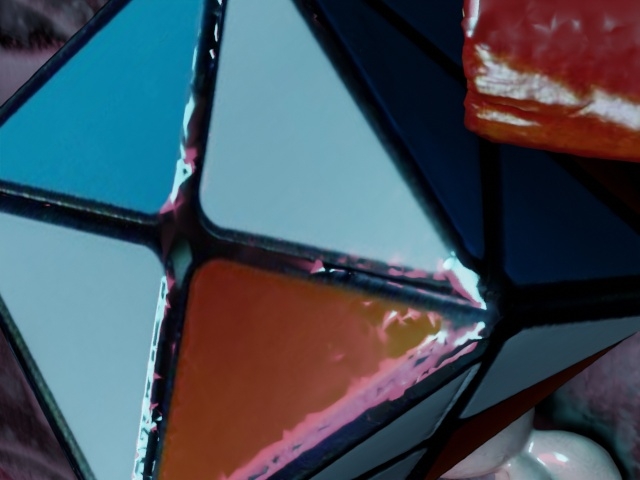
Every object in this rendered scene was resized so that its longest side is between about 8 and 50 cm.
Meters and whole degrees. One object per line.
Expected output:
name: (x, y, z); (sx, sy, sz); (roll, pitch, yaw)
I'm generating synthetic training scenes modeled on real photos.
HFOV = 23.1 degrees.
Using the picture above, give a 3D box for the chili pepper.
chili pepper: (0.229, -0.098, 0.658); (0.338, 0.134, 0.131); (1, 126, 11)

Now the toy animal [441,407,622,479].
toy animal: (0.090, 0.099, 0.964); (0.212, 0.124, 0.124); (32, 134, 21)

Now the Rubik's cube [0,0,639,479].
Rubik's cube: (0.000, 0.000, 0.806); (0.250, 0.248, 0.246); (-40, 70, 26)
